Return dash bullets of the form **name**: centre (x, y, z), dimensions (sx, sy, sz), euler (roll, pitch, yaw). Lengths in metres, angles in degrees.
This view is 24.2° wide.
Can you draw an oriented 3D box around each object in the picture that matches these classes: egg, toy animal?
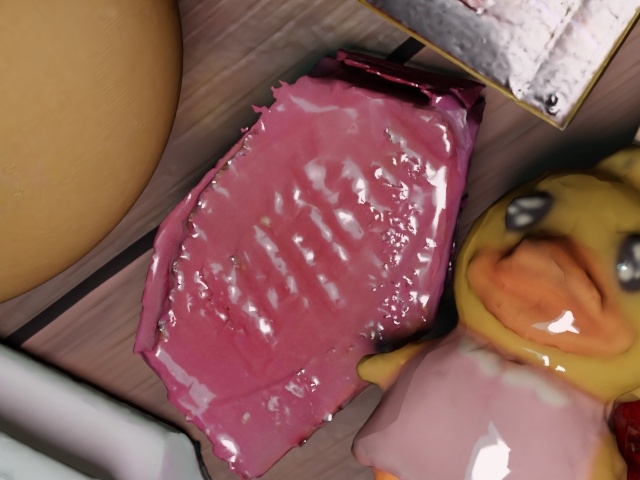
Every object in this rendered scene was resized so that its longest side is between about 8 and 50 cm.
- **egg**: centre (-0.258, -0.099, 0.916), dimensions (0.374, 0.301, 0.301), euler (-15, 102, 33)
- **toy animal**: centre (0.127, 0.075, 0.866), dimensions (0.195, 0.169, 0.281), euler (27, 102, 20)

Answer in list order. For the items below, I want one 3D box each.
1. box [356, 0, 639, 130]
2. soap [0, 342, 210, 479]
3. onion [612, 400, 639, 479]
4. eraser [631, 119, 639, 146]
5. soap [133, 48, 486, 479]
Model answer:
- **box**: centre (0.089, -0.194, 0.907), dimensions (0.240, 0.071, 0.159), euler (34, 111, 6)
- **soap**: centre (-0.277, 0.210, 1.096), dimensions (0.446, 0.156, 0.261), euler (26, 112, 7)
- **onion**: centre (0.235, 0.128, 0.937), dimensions (0.131, 0.131, 0.131), euler (5, 108, 15)
- **eraser**: centre (0.305, -0.178, 0.842), dimensions (0.144, 0.078, 0.343), euler (24, 111, 8)
- **soap**: centre (0.000, 0.000, 0.973), dimensions (0.182, 0.112, 0.289), euler (44, 112, -3)
